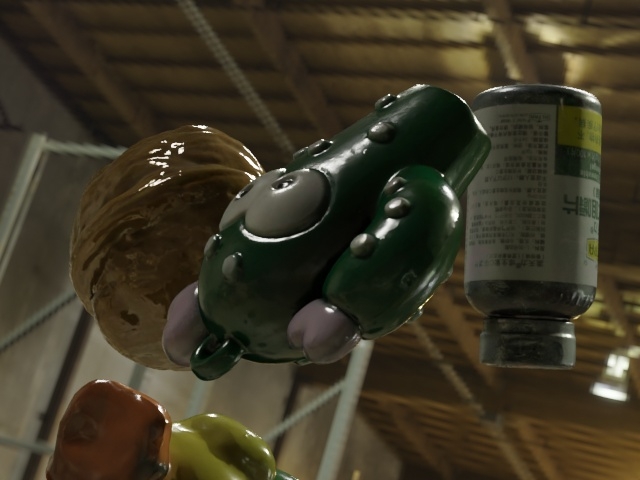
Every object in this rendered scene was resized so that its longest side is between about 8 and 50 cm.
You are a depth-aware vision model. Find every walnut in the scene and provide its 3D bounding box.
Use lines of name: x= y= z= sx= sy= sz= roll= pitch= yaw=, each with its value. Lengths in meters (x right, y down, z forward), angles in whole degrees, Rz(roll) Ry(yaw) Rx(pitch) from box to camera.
walnut: x=-0.157 y=0.012 z=1.623 sx=0.285 sy=0.296 sz=0.285 roll=-16 pitch=-38 yaw=-13

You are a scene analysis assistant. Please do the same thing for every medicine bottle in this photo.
medicine bottle: x=0.224 y=-0.010 z=1.488 sx=0.141 sy=0.293 sz=0.141 roll=4 pitch=-6 yaw=0

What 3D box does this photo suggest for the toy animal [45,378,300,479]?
toy animal: x=-0.112 y=0.242 z=1.091 sx=0.191 sy=0.216 sz=0.338 roll=11 pitch=-17 yaw=39

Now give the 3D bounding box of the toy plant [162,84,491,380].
toy plant: x=0.001 y=0.001 z=0.894 sx=0.232 sy=0.243 sz=0.112 roll=-18 pitch=-61 yaw=42
